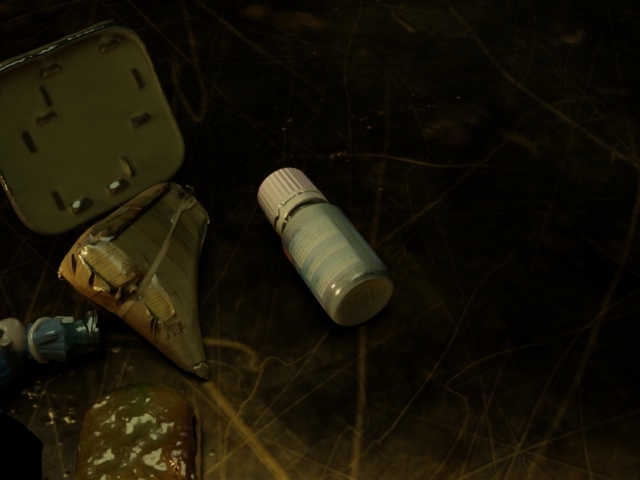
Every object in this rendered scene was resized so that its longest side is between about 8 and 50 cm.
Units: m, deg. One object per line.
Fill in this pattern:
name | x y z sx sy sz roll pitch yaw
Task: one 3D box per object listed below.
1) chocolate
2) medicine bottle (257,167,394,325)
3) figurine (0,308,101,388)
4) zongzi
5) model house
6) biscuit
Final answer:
chocolate | -0.342 0.177 0.787 0.156 0.156 0.133 -17 31 -15
medicine bottle | 0.000 0.000 0.976 0.083 0.083 0.203 -21 51 -18
figurine | -0.303 0.109 0.892 0.149 0.086 0.087 -5 70 -19
zongzi | -0.159 0.039 0.952 0.197 0.099 0.194 42 39 -3
model house | -0.339 -0.144 1.086 0.218 0.204 0.279 -30 24 -27
biscuit | -0.168 0.237 0.793 0.118 0.029 0.247 -7 48 0
